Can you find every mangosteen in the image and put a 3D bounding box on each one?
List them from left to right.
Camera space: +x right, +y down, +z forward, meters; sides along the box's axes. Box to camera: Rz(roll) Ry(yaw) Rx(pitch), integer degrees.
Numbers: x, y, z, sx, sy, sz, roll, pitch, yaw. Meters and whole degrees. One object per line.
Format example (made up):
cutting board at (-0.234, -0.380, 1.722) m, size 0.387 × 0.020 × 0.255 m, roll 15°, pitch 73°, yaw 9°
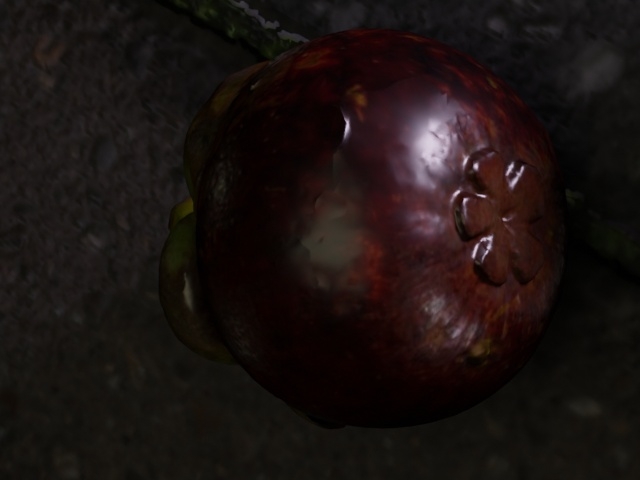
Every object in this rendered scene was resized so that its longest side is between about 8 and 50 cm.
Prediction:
mangosteen at (-0.001, 0.001, 0.731) m, size 0.181 × 0.146 × 0.156 m, roll -4°, pitch 96°, yaw 24°
